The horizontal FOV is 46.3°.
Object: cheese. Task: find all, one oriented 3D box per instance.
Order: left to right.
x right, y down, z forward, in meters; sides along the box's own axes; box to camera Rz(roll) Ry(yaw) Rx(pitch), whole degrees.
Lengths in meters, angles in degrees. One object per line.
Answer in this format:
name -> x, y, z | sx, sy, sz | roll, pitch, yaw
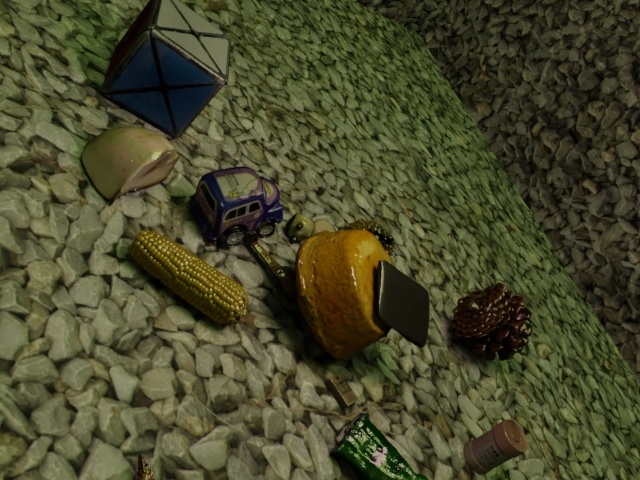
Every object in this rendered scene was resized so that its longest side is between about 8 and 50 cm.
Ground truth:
cheese -> 0.006, 0.003, 2.226 | 0.092, 0.047, 0.171 | 29, 35, -24

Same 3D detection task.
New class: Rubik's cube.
Rubik's cube -> -0.418, -0.484, 2.064 | 0.260, 0.259, 0.254 | 34, 34, -29

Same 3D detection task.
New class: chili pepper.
chili pepper -> 0.159, 0.540, 1.751 | 0.270, 0.099, 0.136 | 45, 22, 4

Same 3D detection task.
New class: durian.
durian -> 0.141, 0.022, 2.284 | 0.193, 0.138, 0.237 | 30, 35, -27

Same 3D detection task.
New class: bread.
bread -> 0.081, 0.133, 1.952 | 0.358, 0.204, 0.336 | -31, 108, -66

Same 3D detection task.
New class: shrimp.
shrimp -> -0.332, 0.453, 1.313 | 0.095, 0.045, 0.162 | 3, 54, -23

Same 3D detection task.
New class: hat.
hat -> -0.062, -0.031, 2.151 | 0.076, 0.077, 0.059 | 38, 32, -16

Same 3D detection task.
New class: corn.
corn -> -0.296, 0.083, 1.706 | 0.305, 0.106, 0.106 | 38, 32, -14

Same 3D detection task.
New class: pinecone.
pinecone -> 0.565, 0.273, 2.431 | 0.264, 0.264, 0.264 | 32, 34, -25

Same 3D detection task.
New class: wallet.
wallet -> 0.206, 0.162, 1.916 | 0.245, 0.052, 0.168 | 37, 50, -46

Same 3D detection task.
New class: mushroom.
mushroom -> -0.452, -0.226, 1.810 | 0.173, 0.162, 0.236 | 50, 29, 1

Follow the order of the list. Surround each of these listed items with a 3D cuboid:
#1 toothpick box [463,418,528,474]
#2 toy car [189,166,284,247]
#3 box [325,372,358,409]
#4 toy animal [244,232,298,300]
toothpick box -> 0.483, 0.571, 2.068 | 0.098, 0.149, 0.098 | 32, 35, -25
toy car -> -0.206, -0.104, 1.934 | 0.235, 0.158, 0.172 | -15, 58, -28
box -> 0.054, 0.378, 1.879 | 0.083, 0.024, 0.053 | 56, 32, 12
toy animal -> -0.096, 0.084, 2.005 | 0.275, 0.054, 0.149 | 35, 30, -18
